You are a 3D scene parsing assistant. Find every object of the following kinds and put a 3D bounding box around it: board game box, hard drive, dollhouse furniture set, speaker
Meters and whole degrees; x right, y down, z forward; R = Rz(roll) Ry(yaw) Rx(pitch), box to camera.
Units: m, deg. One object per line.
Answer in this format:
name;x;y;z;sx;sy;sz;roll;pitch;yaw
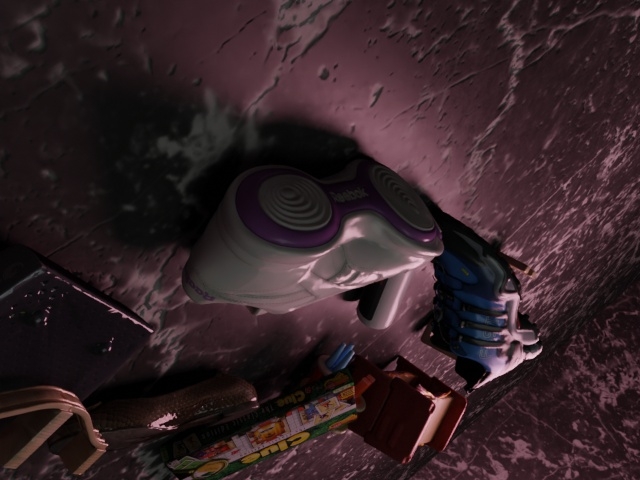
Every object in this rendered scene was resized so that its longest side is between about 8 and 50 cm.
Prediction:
board game box;-0.073;0.259;0.890;0.259;0.030;0.136;-22;148;-9
hard drive;-0.263;0.115;0.477;0.254;0.054;0.172;-41;153;-4
dollhouse furniture set;0.194;0.169;1.104;0.201;0.152;0.374;23;94;-60
speaker;0.088;0.055;0.854;0.055;0.055;0.136;-24;148;-31

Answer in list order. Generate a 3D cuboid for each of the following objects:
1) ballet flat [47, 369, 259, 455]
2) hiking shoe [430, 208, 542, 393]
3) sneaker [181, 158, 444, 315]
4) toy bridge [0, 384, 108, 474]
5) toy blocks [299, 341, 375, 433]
ballet flat;-0.170;0.178;0.702;0.249;0.058;0.084;0;153;-45
hiking shoe;0.202;0.094;0.896;0.132;0.113;0.304;-39;120;-5
sneaker;0.000;0.000;0.633;0.305;0.114;0.152;-1;145;-47
toy bridge;-0.213;0.137;0.484;0.063;0.026;0.188;-43;153;-6
toy blocks;0.031;0.217;0.981;0.123;0.054;0.148;19;117;-33
